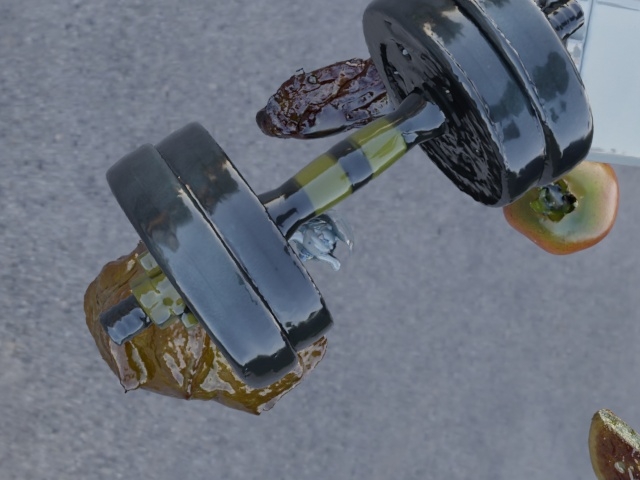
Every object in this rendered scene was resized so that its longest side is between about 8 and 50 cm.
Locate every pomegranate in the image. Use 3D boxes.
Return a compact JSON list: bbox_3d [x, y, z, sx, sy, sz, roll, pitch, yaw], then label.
[{"bbox_3d":[0.454,-0.080,2.049,0.257,0.221,0.220,-23,113,-73],"label":"pomegranate"}]

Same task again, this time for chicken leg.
[{"bbox_3d":[0.078,-0.183,1.381,0.323,0.177,0.082,-17,82,0],"label":"chicken leg"}]

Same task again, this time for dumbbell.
[{"bbox_3d":[0.019,-0.049,0.736,0.388,0.185,0.185,-34,120,-6],"label":"dumbbell"}]

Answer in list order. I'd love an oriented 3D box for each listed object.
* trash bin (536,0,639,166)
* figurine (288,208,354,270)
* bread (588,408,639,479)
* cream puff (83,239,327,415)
[{"bbox_3d":[0.440,-0.219,1.271,0.256,0.368,0.295,-44,143,-58],"label":"trash bin"},{"bbox_3d":[0.000,0.000,1.467,0.094,0.086,0.082,59,13,-15],"label":"figurine"},{"bbox_3d":[0.503,0.364,1.832,0.054,0.154,0.136,-36,159,-42],"label":"bread"},{"bbox_3d":[-0.136,0.086,1.166,0.241,0.269,0.154,13,94,-39],"label":"cream puff"}]
